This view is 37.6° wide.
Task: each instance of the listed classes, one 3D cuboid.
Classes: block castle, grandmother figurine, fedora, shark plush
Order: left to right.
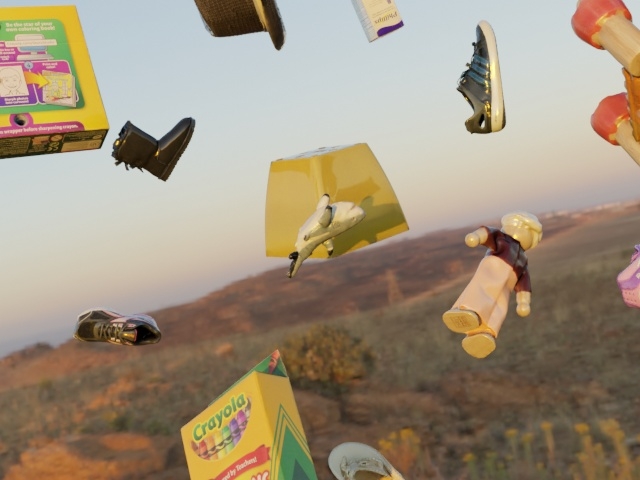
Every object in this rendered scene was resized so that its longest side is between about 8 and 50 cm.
[{"bbox_3d":[-0.177,-0.501,1.766,0.152,0.334,0.334,-17,-2,2],"label":"fedora"},{"bbox_3d":[0.000,0.000,1.518,0.161,0.067,0.073,-53,16,2],"label":"shark plush"},{"bbox_3d":[0.352,0.058,1.869,0.104,0.208,0.342,-7,35,42],"label":"grandmother figurine"},{"bbox_3d":[0.637,-0.338,1.487,0.453,0.213,0.303,-26,-46,3],"label":"block castle"}]

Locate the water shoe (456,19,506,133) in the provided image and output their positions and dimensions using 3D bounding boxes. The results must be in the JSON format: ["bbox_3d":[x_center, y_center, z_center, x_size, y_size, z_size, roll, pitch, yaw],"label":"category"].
[{"bbox_3d":[0.275,-0.287,1.645,0.080,0.203,0.073,-7,-10,11],"label":"water shoe"}]

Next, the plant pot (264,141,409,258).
[{"bbox_3d":[0.014,-0.083,1.834,0.212,0.187,0.212,-19,11,-37],"label":"plant pot"}]

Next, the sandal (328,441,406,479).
[{"bbox_3d":[0.089,0.429,1.689,0.240,0.088,0.079,27,-1,39],"label":"sandal"}]

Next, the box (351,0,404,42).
[{"bbox_3d":[0.131,-0.551,2.236,0.072,0.137,0.126,-24,9,-3],"label":"box"}]

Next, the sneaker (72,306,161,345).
[{"bbox_3d":[-0.393,0.174,1.849,0.178,0.072,0.077,1,11,-33],"label":"sneaker"}]

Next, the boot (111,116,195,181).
[{"bbox_3d":[-0.263,-0.157,1.474,0.099,0.121,0.045,26,11,-26],"label":"boot"}]

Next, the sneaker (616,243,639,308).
[{"bbox_3d":[0.433,0.013,1.133,0.104,0.095,0.236,-7,24,48],"label":"sneaker"}]

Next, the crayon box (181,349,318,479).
[{"bbox_3d":[-0.114,0.351,1.484,0.081,0.318,0.202,18,-49,-42],"label":"crayon box"}]

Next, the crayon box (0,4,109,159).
[{"bbox_3d":[-0.661,-0.331,1.966,0.363,0.313,0.106,-9,-19,-30],"label":"crayon box"}]
